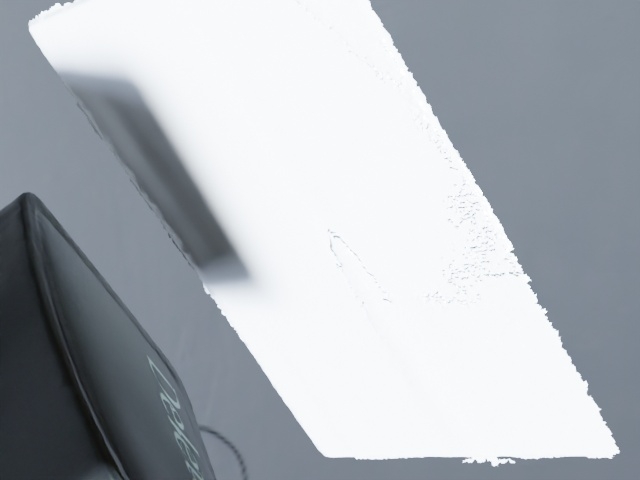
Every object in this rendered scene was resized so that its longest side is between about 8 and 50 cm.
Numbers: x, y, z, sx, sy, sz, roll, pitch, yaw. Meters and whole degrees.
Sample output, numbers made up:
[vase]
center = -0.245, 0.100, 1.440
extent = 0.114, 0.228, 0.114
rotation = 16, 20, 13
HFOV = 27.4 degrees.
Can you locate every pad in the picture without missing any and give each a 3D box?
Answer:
[pad]
center = 0.000, 0.000, 0.478
extent = 0.232, 0.156, 0.004
rotation = 58, 48, -23

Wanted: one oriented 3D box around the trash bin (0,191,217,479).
[trash bin]
center = -0.141, 0.118, 0.405
extent = 0.225, 0.165, 0.115
rotation = -34, 128, 0
